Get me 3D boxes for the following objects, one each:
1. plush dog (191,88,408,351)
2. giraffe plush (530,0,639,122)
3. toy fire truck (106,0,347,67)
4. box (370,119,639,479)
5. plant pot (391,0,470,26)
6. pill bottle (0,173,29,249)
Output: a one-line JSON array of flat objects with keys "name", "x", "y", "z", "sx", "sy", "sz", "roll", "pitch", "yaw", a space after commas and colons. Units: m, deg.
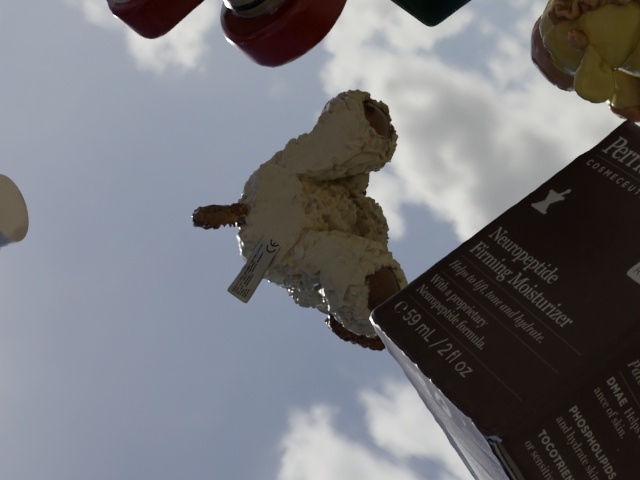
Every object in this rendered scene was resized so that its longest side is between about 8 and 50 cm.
[{"name": "plush dog", "x": 0.000, "y": 0.000, "z": 1.805, "sx": 0.211, "sy": 0.262, "sz": 0.225, "roll": -10, "pitch": 159, "yaw": 16}, {"name": "giraffe plush", "x": 0.253, "y": -0.172, "z": 1.439, "sx": 0.170, "sy": 0.210, "sz": 0.181, "roll": -13, "pitch": -132, "yaw": -30}, {"name": "toy fire truck", "x": -0.043, "y": -0.288, "z": 1.239, "sx": 0.169, "sy": 0.302, "sz": 0.254, "roll": 40, "pitch": -163, "yaw": -36}, {"name": "box", "x": 0.173, "y": 0.072, "z": 0.999, "sx": 0.167, "sy": 0.203, "sz": 0.168, "roll": 56, "pitch": 173, "yaw": -31}, {"name": "plant pot", "x": 0.124, "y": -0.389, "z": 1.826, "sx": 0.166, "sy": 0.165, "sz": 0.234, "roll": 32, "pitch": -132, "yaw": -26}, {"name": "pill bottle", "x": -0.345, "y": -0.008, "z": 1.561, "sx": 0.086, "sy": 0.152, "sz": 0.086, "roll": 52, "pitch": -151, "yaw": -45}]
